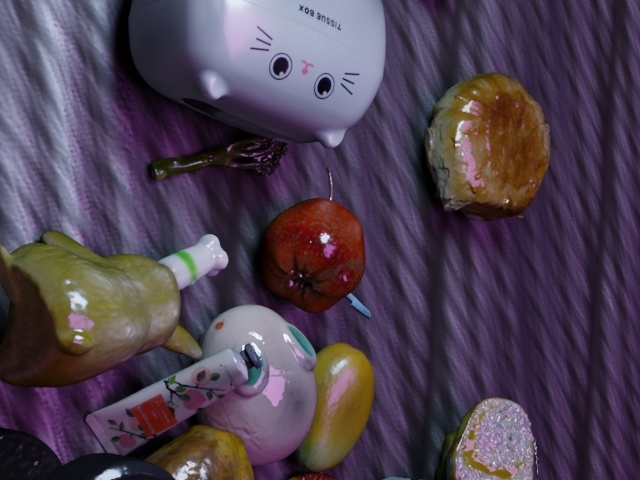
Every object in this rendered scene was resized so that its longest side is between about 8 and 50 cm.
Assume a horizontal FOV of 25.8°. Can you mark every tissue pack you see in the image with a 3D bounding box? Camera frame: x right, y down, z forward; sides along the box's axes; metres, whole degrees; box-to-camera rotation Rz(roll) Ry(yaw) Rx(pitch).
[{"bbox_3d":[-0.083,-0.257,1.849,0.333,0.229,0.236,20,74,-40],"label":"tissue pack"}]

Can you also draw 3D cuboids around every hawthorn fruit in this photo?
[{"bbox_3d":[0.000,0.000,2.012,0.163,0.162,0.203,60,36,-26],"label":"hawthorn fruit"}]

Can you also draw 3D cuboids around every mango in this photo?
[{"bbox_3d":[0.015,0.248,2.053,0.130,0.092,0.195,36,71,-41],"label":"mango"}]

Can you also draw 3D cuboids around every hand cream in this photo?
[{"bbox_3d":[-0.188,0.204,1.823,0.234,0.050,0.080,-29,114,-2],"label":"hand cream"}]

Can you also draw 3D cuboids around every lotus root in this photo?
[{"bbox_3d":[-0.193,0.364,1.796,0.193,0.193,0.291,49,61,-33],"label":"lotus root"}]

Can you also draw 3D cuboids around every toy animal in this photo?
[{"bbox_3d":[-0.268,0.084,1.740,0.363,0.180,0.181,-11,107,-66],"label":"toy animal"}]

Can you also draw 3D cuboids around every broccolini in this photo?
[{"bbox_3d":[-0.144,-0.106,1.933,0.216,0.058,0.067,-19,63,-35],"label":"broccolini"}]

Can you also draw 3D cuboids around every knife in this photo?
[{"bbox_3d":[0.051,0.094,2.144,0.091,0.005,0.014,43,62,-37],"label":"knife"}]

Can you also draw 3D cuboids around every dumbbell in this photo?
[{"bbox_3d":[-0.312,0.328,1.579,0.203,0.322,0.204,-2,93,-44],"label":"dumbbell"}]

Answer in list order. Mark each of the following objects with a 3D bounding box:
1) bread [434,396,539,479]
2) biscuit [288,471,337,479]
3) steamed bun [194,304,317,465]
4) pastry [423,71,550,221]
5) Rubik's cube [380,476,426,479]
[{"bbox_3d":[0.249,0.391,2.249,0.158,0.156,0.261,9,71,-20],"label":"bread"},{"bbox_3d":[0.002,0.424,2.090,0.126,0.025,0.206,-40,119,-36],"label":"biscuit"},{"bbox_3d":[-0.082,0.202,1.933,0.177,0.130,0.228,-16,104,-40],"label":"steamed bun"},{"bbox_3d":[0.266,-0.152,2.271,0.257,0.121,0.236,9,81,-42],"label":"pastry"},{"bbox_3d":[0.136,0.454,2.103,0.162,0.163,0.161,-4,94,-62],"label":"Rubik's cube"}]
